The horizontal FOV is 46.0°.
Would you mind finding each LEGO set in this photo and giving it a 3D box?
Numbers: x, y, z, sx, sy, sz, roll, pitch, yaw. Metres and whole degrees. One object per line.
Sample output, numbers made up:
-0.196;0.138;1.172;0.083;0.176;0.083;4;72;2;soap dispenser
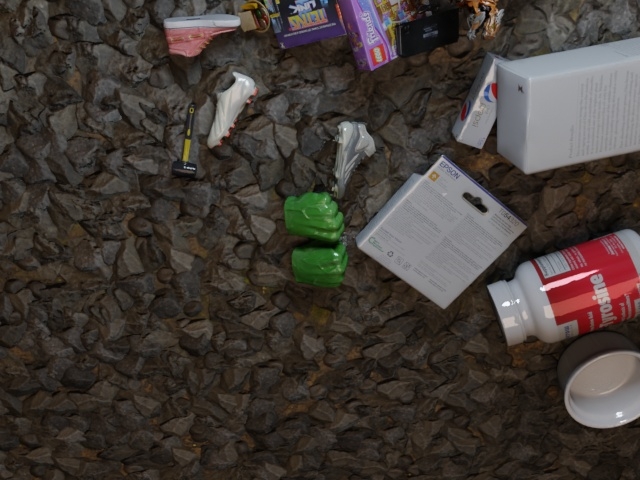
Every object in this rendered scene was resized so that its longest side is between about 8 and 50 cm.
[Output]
0.067;0.002;2.012;0.083;0.023;0.054;-8;118;1;LEGO set

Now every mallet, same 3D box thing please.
-0.318;-0.241;1.858;0.062;0.039;0.189;15;112;-11;mallet

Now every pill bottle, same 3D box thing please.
0.663;0.137;2.000;0.408;0.229;0.229;-19;117;7;pill bottle

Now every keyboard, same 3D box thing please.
0.241;-0.483;1.698;0.180;0.023;0.108;-23;124;-28;keyboard

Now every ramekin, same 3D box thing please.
0.830;0.399;2.201;0.277;0.135;0.277;-1;118;-2;ramekin

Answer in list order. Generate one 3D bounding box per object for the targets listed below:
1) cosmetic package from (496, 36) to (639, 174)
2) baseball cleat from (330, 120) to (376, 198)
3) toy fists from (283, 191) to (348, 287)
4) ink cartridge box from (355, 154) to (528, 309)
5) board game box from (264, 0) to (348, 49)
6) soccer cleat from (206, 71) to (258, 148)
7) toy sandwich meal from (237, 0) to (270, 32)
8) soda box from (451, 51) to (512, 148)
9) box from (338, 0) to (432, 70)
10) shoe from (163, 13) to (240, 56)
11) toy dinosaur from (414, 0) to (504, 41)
0.650;-0.323;1.750;0.453;0.161;0.230;-12;119;-10;cosmetic package
0.083;-0.196;1.882;0.109;0.072;0.206;-1;122;-10;baseball cleat
0.000;0.000;1.956;0.142;0.096;0.279;6;121;23;toy fists
0.317;-0.022;1.989;0.324;0.071;0.330;36;107;-20;ink cartridge box
-0.031;-0.516;1.687;0.170;0.048;0.141;-7;119;24;board game box
-0.227;-0.312;1.810;0.076;0.068;0.196;32;105;-13;soccer cleat
-0.151;-0.505;1.708;0.085;0.029;0.085;28;140;27;toy sandwich meal
0.395;-0.336;1.821;0.069;0.074;0.216;16;115;-12;soda box
0.133;-0.548;1.654;0.201;0.057;0.293;-31;119;-22;box
-0.267;-0.468;1.725;0.178;0.063;0.081;-2;120;4;shoe
0.292;-0.576;1.569;0.218;0.322;0.164;-7;162;14;toy dinosaur
